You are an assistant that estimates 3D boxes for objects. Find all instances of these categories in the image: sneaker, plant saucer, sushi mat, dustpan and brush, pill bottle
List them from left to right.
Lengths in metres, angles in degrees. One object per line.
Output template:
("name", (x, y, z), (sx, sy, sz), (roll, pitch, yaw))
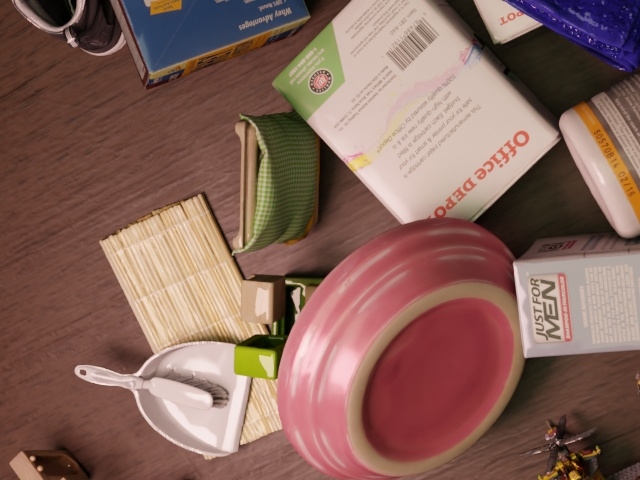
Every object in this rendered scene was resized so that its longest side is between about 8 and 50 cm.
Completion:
("sneaker", (-0.321, -0.349, 1.959), (0.101, 0.153, 0.268), (-25, 90, 16))
("dustpan and brush", (-0.199, 0.181, 2.025), (0.211, 0.060, 0.147), (14, 102, 14))
("sushi mat", (-0.148, 0.108, 2.042), (0.151, 0.019, 0.316), (-26, 90, 18))
("plant saucer", (0.111, 0.138, 1.825), (0.084, 0.332, 0.332), (40, 109, 46))
("pill bottle", (0.415, -0.132, 1.773), (0.278, 0.162, 0.162), (-28, 89, 6))

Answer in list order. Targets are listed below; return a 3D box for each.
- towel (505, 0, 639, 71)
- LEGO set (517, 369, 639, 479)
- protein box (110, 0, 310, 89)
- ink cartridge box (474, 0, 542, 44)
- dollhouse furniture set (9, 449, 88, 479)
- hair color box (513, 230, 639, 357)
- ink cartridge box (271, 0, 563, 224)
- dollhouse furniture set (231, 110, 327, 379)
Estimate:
("towel", (0.313, -0.366, 1.762), (0.228, 0.076, 0.308), (28, 85, -5))
("LEGO set", (0.371, 0.258, 1.795), (0.331, 0.255, 0.192), (-26, 117, 28))
("protein box", (-0.146, -0.308, 1.891), (0.200, 0.136, 0.201), (-21, 91, -9))
("ink cartridge box", (0.225, -0.336, 1.849), (0.140, 0.082, 0.190), (-25, 92, 15))
("dollhouse furniture set", (-0.272, 0.296, 2.050), (0.123, 0.144, 0.151), (-45, 70, 11))
("hair color box", (0.414, 0.046, 1.794), (0.375, 0.185, 0.113), (-5, 96, 16))
("ink cartridge box", (0.117, -0.153, 1.884), (0.201, 0.117, 0.278), (-44, 85, 16))
("dollhouse furniture set", (0.000, 0.000, 1.894), (0.151, 0.197, 0.301), (4, 99, 16))
